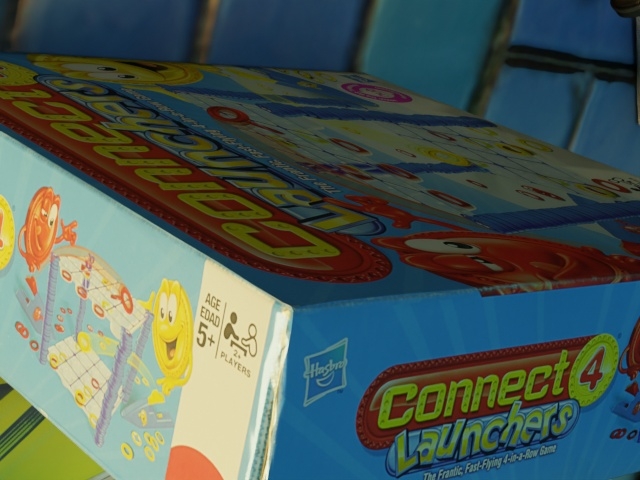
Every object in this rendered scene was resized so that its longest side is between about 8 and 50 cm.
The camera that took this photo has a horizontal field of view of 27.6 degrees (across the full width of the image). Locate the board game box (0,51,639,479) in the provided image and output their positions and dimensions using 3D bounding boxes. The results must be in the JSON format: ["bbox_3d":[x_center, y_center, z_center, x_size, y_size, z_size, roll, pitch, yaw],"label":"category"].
[{"bbox_3d":[0.000,0.000,0.553,0.302,0.308,0.086,-3,112,-42],"label":"board game box"}]

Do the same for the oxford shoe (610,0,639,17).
[{"bbox_3d":[0.229,-0.250,0.812,0.096,0.083,0.227,25,94,-26],"label":"oxford shoe"}]

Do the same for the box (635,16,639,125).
[{"bbox_3d":[0.283,-0.129,0.902,0.101,0.087,0.102,-31,130,-27],"label":"box"}]

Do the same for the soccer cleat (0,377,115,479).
[{"bbox_3d":[-0.138,0.093,0.653,0.289,0.093,0.121,13,66,-38],"label":"soccer cleat"}]
